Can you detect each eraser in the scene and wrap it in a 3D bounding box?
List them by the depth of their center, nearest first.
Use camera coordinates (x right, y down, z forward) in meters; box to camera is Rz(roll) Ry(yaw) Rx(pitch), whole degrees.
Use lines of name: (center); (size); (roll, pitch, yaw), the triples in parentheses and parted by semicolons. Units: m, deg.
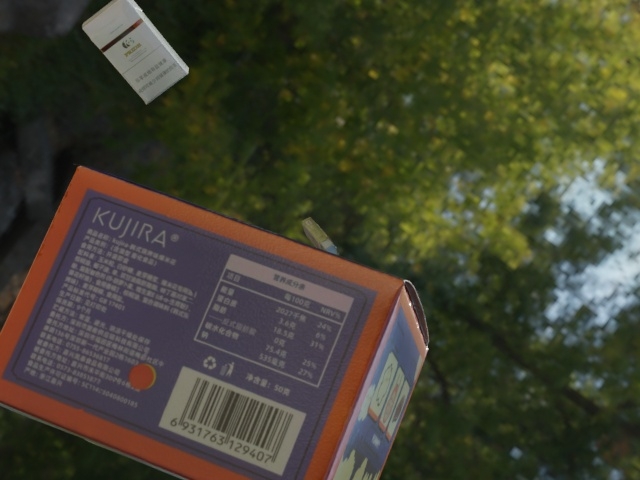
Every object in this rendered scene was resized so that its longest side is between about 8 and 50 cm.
eraser: (0.000, 0.000, 2.038); (0.019, 0.038, 0.083); (-27, -139, -11)

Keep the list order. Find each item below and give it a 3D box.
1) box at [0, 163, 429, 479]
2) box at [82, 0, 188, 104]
box: (-0.097, 0.121, 1.332); (0.318, 0.349, 0.256); (56, 54, -72)
box: (-0.281, -0.293, 2.006); (0.084, 0.154, 0.040); (-34, -159, 13)
